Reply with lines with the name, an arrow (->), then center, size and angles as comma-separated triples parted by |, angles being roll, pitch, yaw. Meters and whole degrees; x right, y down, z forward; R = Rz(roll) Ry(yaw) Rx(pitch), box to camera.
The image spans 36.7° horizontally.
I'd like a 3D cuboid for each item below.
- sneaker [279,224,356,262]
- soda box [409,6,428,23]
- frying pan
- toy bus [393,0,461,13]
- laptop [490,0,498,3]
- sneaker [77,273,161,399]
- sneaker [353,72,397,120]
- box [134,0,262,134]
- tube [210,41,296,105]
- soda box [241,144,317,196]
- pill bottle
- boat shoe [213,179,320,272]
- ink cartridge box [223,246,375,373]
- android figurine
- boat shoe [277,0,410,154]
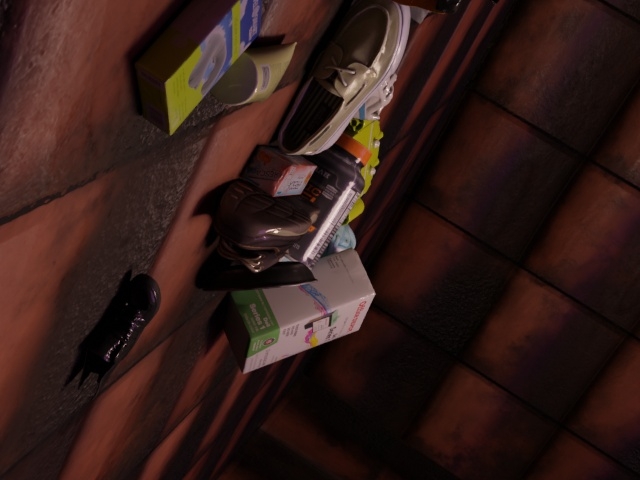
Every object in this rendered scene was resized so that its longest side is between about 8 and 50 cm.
sneaker -> 0.000, 0.000, 2.017 | 0.135, 0.150, 0.366 | -61, 171, 17
soda box -> 0.165, -0.420, 1.347 | 0.098, 0.091, 0.286 | -54, 180, -14
frying pan -> -0.070, 0.061, 1.699 | 0.326, 0.197, 0.053 | -7, 93, -59
toy bus -> 0.129, -0.393, 1.100 | 0.220, 0.149, 0.211 | 97, 13, -80
laptop -> 0.365, -0.634, 1.833 | 0.234, 0.136, 0.264 | -54, 171, -28
sneaker -> -0.265, 0.125, 1.261 | 0.170, 0.051, 0.089 | -59, 177, 36
sneaker -> 0.084, -0.280, 1.591 | 0.229, 0.092, 0.087 | 113, -6, -65
box -> -0.113, -0.201, 0.964 | 0.178, 0.042, 0.109 | -54, 171, -21
tube -> -0.077, -0.199, 1.160 | 0.070, 0.062, 0.240 | -15, -172, 13
soda box -> -0.063, -0.110, 1.531 | 0.058, 0.063, 0.183 | -58, 171, 9
pill bottle -> -0.006, -0.080, 1.752 | 0.246, 0.130, 0.130 | -58, 172, -1
boat shoe -> -0.090, -0.010, 1.515 | 0.130, 0.132, 0.355 | -59, 171, 10
ink cartridge box -> -0.046, 0.145, 1.971 | 0.278, 0.117, 0.201 | -19, 157, -18
android figurine -> 0.070, -0.160, 1.998 | 0.273, 0.056, 0.248 | -38, 140, -61
boat shoe -> 0.036, -0.244, 1.467 | 0.302, 0.109, 0.094 | -59, 170, 29
